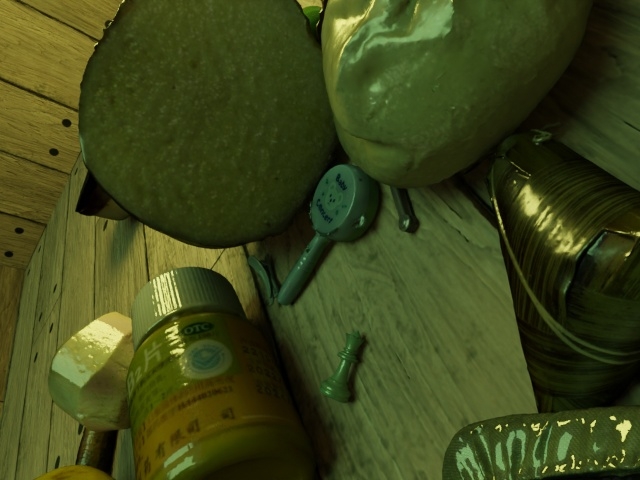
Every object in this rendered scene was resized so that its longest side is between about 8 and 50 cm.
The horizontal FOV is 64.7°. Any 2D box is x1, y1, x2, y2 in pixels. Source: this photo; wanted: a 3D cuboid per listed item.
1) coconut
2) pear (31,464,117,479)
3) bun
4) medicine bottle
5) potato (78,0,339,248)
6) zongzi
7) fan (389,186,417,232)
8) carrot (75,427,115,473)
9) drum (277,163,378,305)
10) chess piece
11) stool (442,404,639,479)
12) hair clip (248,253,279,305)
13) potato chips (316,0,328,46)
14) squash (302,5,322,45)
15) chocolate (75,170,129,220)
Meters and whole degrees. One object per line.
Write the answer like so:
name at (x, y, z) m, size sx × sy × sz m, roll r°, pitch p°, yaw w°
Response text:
coconut at (-0.482, 0.292, 1.136) m, size 0.259 × 0.259 × 0.260 m, roll -28°, pitch 53°, yaw 44°
pear at (-0.500, 0.599, 0.978) m, size 0.336 × 0.284 × 0.285 m, roll -64°, pitch 33°, yaw 34°
bun at (0.118, -0.247, 0.583) m, size 0.365 × 0.219 × 0.365 m, roll -41°, pitch 35°, yaw 37°
medicine bottle at (-0.171, 0.221, 0.757) m, size 0.224 × 0.224 × 0.384 m, roll -57°, pitch 36°, yaw 18°
potato at (-0.182, -0.213, 0.889) m, size 0.319 × 0.385 × 0.443 m, roll -167°, pitch 96°, yaw -73°
zongzi at (0.201, 0.036, 0.474) m, size 0.248 × 0.111 × 0.241 m, roll -108°, pitch 28°, yaw -55°
fan at (0.100, -0.127, 0.735) m, size 0.057 × 0.023 × 0.282 m, roll -35°, pitch 48°, yaw 28°
carrot at (-0.554, 0.518, 1.242) m, size 0.082 × 0.082 × 0.173 m, roll -24°, pitch 56°, yaw 45°
drum at (-0.004, -0.016, 0.797) m, size 0.253 × 0.049 × 0.130 m, roll -47°, pitch 42°, yaw 34°
chess piece at (0.033, 0.164, 0.670) m, size 0.042 × 0.042 × 0.093 m, roll 13°, pitch 79°, yaw 55°
stool at (0.159, 0.256, 0.271) m, size 0.310 × 0.226 × 0.311 m, roll -26°, pitch 62°, yaw 43°
hair clip at (-0.099, 0.066, 0.886) m, size 0.030 × 0.039 × 0.115 m, roll -67°, pitch 32°, yaw 28°
potato chips at (0.081, -0.360, 0.822) m, size 0.201 × 0.049 × 0.150 m, roll -18°, pitch 93°, yaw 39°
squash at (-0.108, -0.324, 1.042) m, size 0.378 × 0.101 × 0.101 m, roll -44°, pitch 43°, yaw 34°
chocolate at (-0.662, -0.192, 1.641) m, size 0.283 × 0.186 × 0.284 m, roll -40°, pitch 41°, yaw 48°
